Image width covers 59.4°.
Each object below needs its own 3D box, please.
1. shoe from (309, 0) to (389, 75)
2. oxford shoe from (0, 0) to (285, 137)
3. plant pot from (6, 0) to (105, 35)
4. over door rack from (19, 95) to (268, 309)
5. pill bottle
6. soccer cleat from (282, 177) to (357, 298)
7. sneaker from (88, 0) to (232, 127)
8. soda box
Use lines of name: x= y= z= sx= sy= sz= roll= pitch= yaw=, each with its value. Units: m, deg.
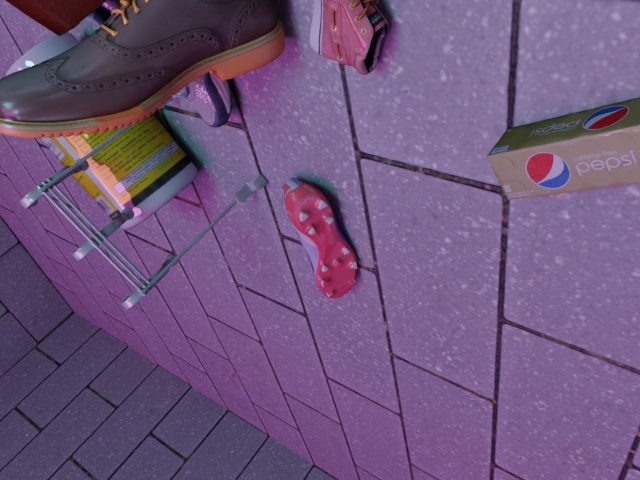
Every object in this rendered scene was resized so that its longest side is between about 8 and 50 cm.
shoe: x=0.036 y=-0.260 z=0.602 sx=0.081 sy=0.063 sz=0.178 roll=32 pitch=153 yaw=14
oxford shoe: x=-0.203 y=-0.229 z=0.626 sx=0.130 sy=0.364 sz=0.132 roll=37 pitch=147 yaw=31
plant pot: x=-0.310 y=-0.382 z=0.609 sx=0.236 sy=0.267 sz=0.267 roll=51 pitch=172 yaw=-36
over door rack: x=-0.283 y=-0.078 z=0.944 sx=0.239 sy=0.324 sz=0.108 roll=50 pitch=157 yaw=-15
pill bottle: x=-0.400 y=-0.199 z=1.038 sx=0.334 sy=0.188 sz=0.188 roll=53 pitch=147 yaw=-16
soccer cleat: x=0.000 y=0.000 z=0.962 sx=0.095 sy=0.083 sz=0.248 roll=53 pitch=170 yaw=46
sneaker: x=-0.254 y=-0.274 z=0.846 sx=0.283 sy=0.122 sz=0.110 roll=50 pitch=149 yaw=-12
soda box: x=0.265 y=-0.090 z=0.557 sx=0.181 sy=0.058 sz=0.061 roll=-4 pitch=126 yaw=51
